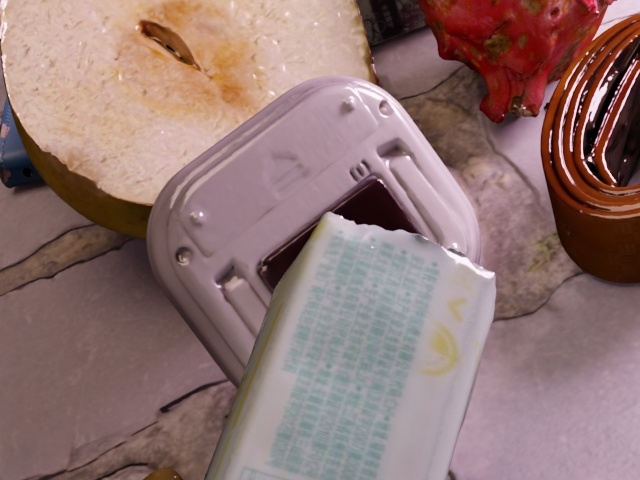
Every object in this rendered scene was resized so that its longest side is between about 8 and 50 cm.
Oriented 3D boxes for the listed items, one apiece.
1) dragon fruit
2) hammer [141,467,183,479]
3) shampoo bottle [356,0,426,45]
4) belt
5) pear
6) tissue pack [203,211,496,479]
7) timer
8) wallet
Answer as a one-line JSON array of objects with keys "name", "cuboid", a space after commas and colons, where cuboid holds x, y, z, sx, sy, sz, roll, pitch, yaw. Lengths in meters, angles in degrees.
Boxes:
[{"name": "dragon fruit", "cuboid": [0.188, -0.245, 1.645, 0.205, 0.210, 0.268, -5, 88, 36]}, {"name": "hammer", "cuboid": [-0.179, 0.274, 1.250, 0.305, 0.113, 0.202, -52, 33, 30]}, {"name": "shampoo bottle", "cuboid": [0.111, -0.289, 1.779, 0.359, 0.134, 0.078, -20, 42, 5]}, {"name": "belt", "cuboid": [0.291, -0.088, 1.506, 0.184, 0.105, 0.261, 8, 50, 30]}, {"name": "pear", "cuboid": [-0.122, -0.131, 1.664, 0.340, 0.191, 0.386, -38, 69, -20]}, {"name": "tissue pack", "cuboid": [-0.016, 0.217, 1.192, 0.162, 0.287, 0.388, 21, 51, 0]}, {"name": "timer", "cuboid": [0.000, 0.000, 1.461, 0.262, 0.237, 0.087, -38, 5, -15]}, {"name": "wallet", "cuboid": [-0.241, -0.134, 1.846, 0.202, 0.059, 0.141, -13, 49, 15]}]
